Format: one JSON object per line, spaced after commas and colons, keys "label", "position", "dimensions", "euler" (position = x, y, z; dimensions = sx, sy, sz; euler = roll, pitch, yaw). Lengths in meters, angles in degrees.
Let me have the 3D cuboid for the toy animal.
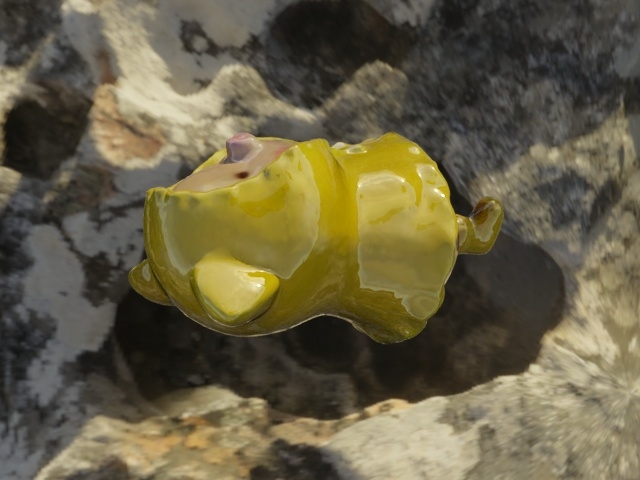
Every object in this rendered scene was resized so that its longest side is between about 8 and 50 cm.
{"label": "toy animal", "position": [0.002, 0.000, 0.827], "dimensions": [0.229, 0.156, 0.156], "euler": [-7, 80, -28]}
